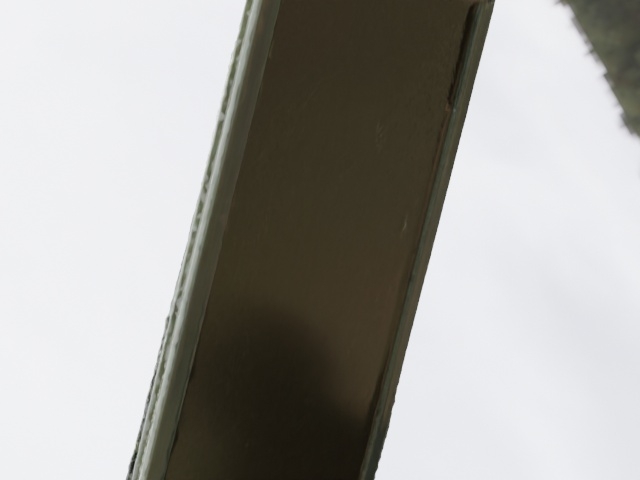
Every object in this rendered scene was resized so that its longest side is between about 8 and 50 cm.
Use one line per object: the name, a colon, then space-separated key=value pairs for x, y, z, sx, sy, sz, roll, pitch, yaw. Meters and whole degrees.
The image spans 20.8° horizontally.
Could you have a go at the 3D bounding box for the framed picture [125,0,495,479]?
framed picture: x=0.000 y=0.000 z=0.662 sx=0.197 sy=0.014 sz=0.252 roll=8 pitch=-83 yaw=-63
